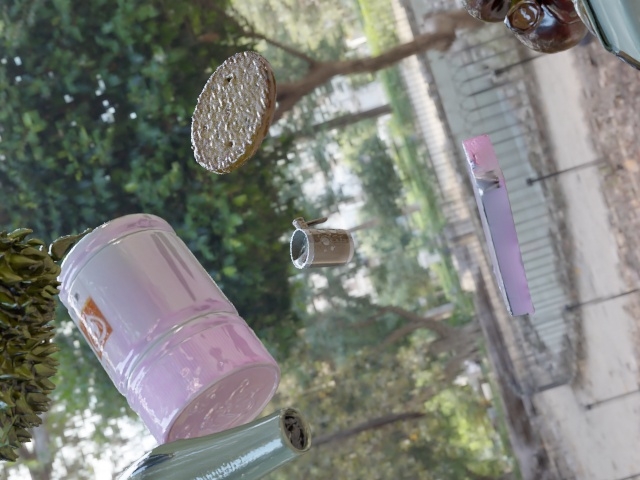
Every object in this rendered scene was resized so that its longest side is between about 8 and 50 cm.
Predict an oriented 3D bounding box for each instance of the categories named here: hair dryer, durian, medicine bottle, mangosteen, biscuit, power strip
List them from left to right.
[{"bbox_3d":[-0.226,0.089,0.600,0.095,0.221,0.137,41,-154,30],"label":"durian"},{"bbox_3d":[-0.224,0.133,1.383,0.316,0.202,0.202,49,173,29],"label":"medicine bottle"},{"bbox_3d":[-0.125,0.307,1.066,0.119,0.296,0.298,43,-169,-27],"label":"hair dryer"},{"bbox_3d":[-0.127,-0.188,1.403,0.027,0.188,0.188,18,-136,-39],"label":"biscuit"},{"bbox_3d":[0.241,-0.014,1.286,0.109,0.037,0.279,-99,-11,-48],"label":"power strip"},{"bbox_3d":[0.397,-0.540,1.677,0.382,0.382,0.435,58,-154,-71],"label":"mangosteen"}]

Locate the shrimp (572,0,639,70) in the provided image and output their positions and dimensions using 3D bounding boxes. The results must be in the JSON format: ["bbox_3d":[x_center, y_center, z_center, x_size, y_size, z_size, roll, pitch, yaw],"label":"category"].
[{"bbox_3d":[0.609,-0.375,1.477,0.085,0.445,0.272,94,180,-72],"label":"shrimp"}]

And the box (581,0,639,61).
[{"bbox_3d":[0.337,-0.269,0.983,0.172,0.124,0.093,51,-169,-35],"label":"box"}]

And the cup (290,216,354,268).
[{"bbox_3d":[-0.001,0.008,1.749,0.102,0.099,0.074,43,127,53],"label":"cup"}]
